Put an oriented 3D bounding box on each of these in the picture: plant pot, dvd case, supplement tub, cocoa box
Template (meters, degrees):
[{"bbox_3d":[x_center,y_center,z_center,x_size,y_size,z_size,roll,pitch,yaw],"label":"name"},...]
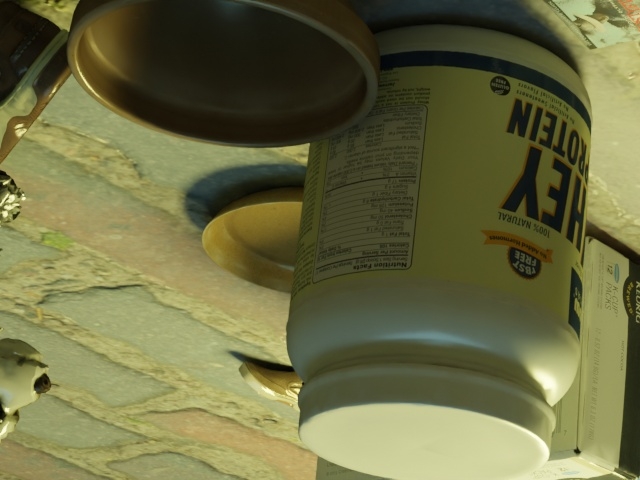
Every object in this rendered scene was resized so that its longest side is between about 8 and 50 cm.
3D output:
[{"bbox_3d":[-0.068,-0.170,1.467,0.237,0.109,0.237,6,157,2],"label":"plant pot"},{"bbox_3d":[0.241,-0.182,1.477,0.119,0.013,0.087,-8,152,32],"label":"dvd case"},{"bbox_3d":[0.000,0.000,1.927,0.236,0.032,0.236,5,155,2],"label":"plant pot"},{"bbox_3d":[0.097,0.014,1.570,0.235,0.324,0.235,5,156,2],"label":"supplement tub"},{"bbox_3d":[0.201,0.165,1.997,0.347,0.231,0.228,-15,149,41],"label":"cocoa box"}]

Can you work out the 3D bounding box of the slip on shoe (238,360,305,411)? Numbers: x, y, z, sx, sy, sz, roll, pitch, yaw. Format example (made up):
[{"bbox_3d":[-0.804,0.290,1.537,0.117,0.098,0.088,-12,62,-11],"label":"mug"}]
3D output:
[{"bbox_3d":[-0.039,0.173,2.318,0.135,0.051,0.041,32,107,-30],"label":"slip on shoe"}]

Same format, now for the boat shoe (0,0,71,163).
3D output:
[{"bbox_3d":[-0.276,-0.138,1.646,0.095,0.095,0.257,38,151,-9],"label":"boat shoe"}]

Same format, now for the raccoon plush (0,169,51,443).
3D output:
[{"bbox_3d":[-0.456,0.059,1.823,0.446,0.299,0.216,13,-172,27],"label":"raccoon plush"}]
